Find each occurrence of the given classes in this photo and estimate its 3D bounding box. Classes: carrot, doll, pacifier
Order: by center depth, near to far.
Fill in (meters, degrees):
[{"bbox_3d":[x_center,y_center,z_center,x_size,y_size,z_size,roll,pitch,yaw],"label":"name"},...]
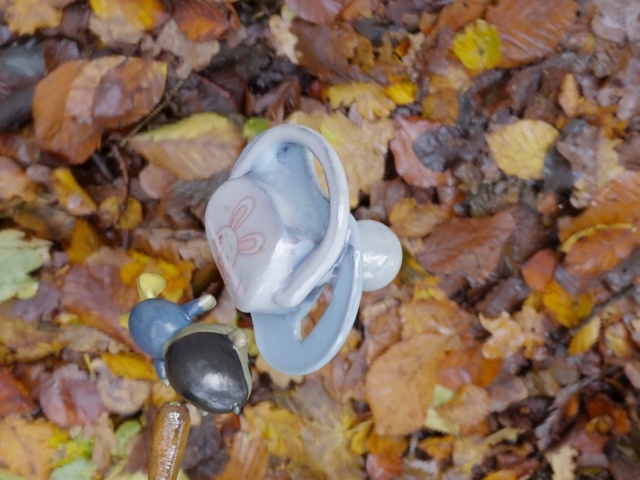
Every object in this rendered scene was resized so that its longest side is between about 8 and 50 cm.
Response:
[{"bbox_3d":[-0.130,0.182,0.755,0.032,0.032,0.093,10,85,-15],"label":"carrot"},{"bbox_3d":[-0.118,0.097,0.815,0.089,0.179,0.102,11,114,-44],"label":"doll"},{"bbox_3d":[0.000,0.000,0.975,0.225,0.287,0.238,7,127,-40],"label":"pacifier"}]
